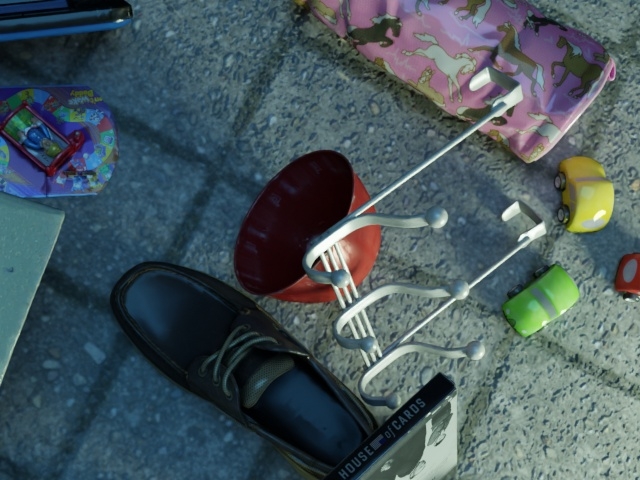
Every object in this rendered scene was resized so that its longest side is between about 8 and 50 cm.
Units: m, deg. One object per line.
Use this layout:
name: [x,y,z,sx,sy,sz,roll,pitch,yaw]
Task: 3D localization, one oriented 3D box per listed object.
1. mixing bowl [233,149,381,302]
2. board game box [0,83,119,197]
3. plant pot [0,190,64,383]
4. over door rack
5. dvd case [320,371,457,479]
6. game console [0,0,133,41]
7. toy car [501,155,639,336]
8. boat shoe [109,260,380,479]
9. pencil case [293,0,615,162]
mixing bowl: [0.000,0.000,1.145,0.098,0.181,0.181,35,72,-35]
board game box: [-0.312,-0.116,1.158,0.169,0.033,0.133,-3,80,-12]
plant pot: [-0.428,0.045,0.957,0.252,0.247,0.247,25,75,-26]
over door rack: [0.141,0.005,1.102,0.108,0.239,0.324,27,62,37]
dvd case: [0.072,0.246,1.068,0.179,0.238,0.029,-40,63,-15]
game console: [-0.369,-0.311,1.119,0.293,0.250,0.173,-10,108,-13]
toy car: [0.319,0.035,1.245,0.225,0.053,0.239,-37,88,-16]
boat shoe: [-0.067,0.136,1.109,0.355,0.130,0.132,35,75,-3]
pencil case: [0.154,-0.256,1.217,0.386,0.167,0.160,35,40,-3]
